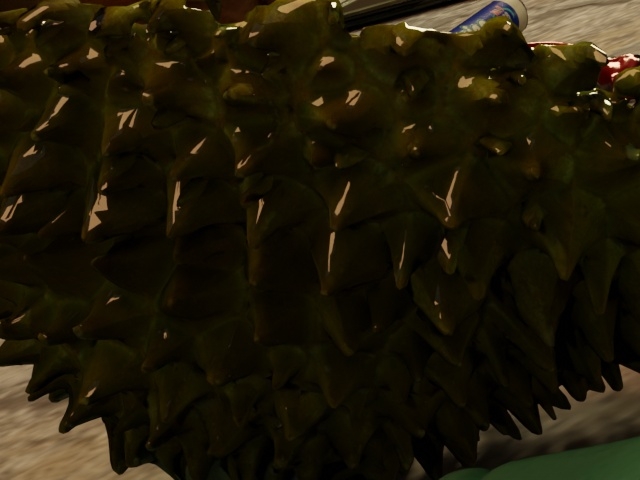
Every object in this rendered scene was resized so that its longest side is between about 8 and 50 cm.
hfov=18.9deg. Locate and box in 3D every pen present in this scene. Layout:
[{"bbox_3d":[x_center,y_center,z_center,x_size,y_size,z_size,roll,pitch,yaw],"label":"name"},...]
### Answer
[{"bbox_3d":[0.058,-0.088,0.959,0.025,0.025,0.204,-13,14,31],"label":"pen"}]

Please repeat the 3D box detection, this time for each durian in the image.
[{"bbox_3d":[-0.002,0.008,0.413,0.220,0.096,0.137,-1,-12,21],"label":"durian"}]

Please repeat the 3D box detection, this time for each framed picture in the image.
[{"bbox_3d":[0.114,-0.204,1.427,0.197,0.014,0.252,-10,16,40],"label":"framed picture"}]

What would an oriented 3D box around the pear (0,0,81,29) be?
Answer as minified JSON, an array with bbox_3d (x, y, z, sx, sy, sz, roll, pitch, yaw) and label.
[{"bbox_3d":[-0.186,-0.079,0.986,0.136,0.167,0.167,-43,-5,40],"label":"pear"}]

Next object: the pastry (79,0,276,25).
[{"bbox_3d":[-0.138,-0.214,1.220,0.337,0.292,0.405,-7,0,9],"label":"pastry"}]

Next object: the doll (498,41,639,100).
[{"bbox_3d":[0.092,-0.057,0.731,0.114,0.039,0.057,-10,41,-16],"label":"doll"}]

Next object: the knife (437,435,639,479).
[{"bbox_3d":[0.003,0.066,0.355,0.260,0.035,0.063,-17,17,47],"label":"knife"}]
